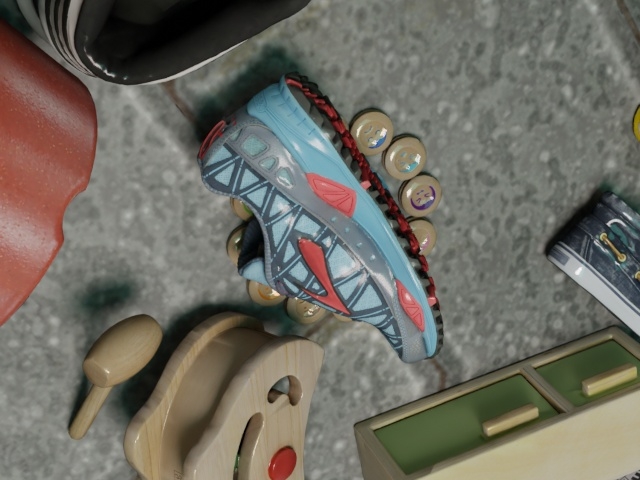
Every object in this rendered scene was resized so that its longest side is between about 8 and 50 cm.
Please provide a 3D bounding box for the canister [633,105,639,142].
[{"bbox_3d":[0.348,-0.093,0.938,0.126,0.170,0.073,-45,121,1],"label":"canister"}]

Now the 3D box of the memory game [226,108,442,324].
[{"bbox_3d":[0.014,-0.015,0.927,0.186,0.012,0.186,-9,115,-19],"label":"memory game"}]

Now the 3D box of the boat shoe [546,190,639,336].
[{"bbox_3d":[0.287,0.035,1.029,0.183,0.065,0.083,37,96,-29],"label":"boat shoe"}]

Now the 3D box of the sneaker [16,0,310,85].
[{"bbox_3d":[0.005,-0.259,0.676,0.169,0.257,0.447,37,95,-30],"label":"sneaker"}]

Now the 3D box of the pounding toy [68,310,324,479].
[{"bbox_3d":[-0.092,0.138,0.919,0.154,0.154,0.270,-44,136,-33],"label":"pounding toy"}]

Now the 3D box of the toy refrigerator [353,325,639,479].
[{"bbox_3d":[0.175,0.171,1.022,0.269,0.102,0.094,-18,117,-14],"label":"toy refrigerator"}]

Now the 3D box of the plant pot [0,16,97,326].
[{"bbox_3d":[-0.289,-0.070,0.650,0.265,0.272,0.272,33,97,-38],"label":"plant pot"}]

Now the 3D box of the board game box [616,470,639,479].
[{"bbox_3d":[0.244,0.351,1.053,0.291,0.232,0.141,-37,121,-3],"label":"board game box"}]

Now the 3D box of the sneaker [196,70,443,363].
[{"bbox_3d":[0.000,0.000,0.881,0.125,0.104,0.262,-28,117,11],"label":"sneaker"}]
